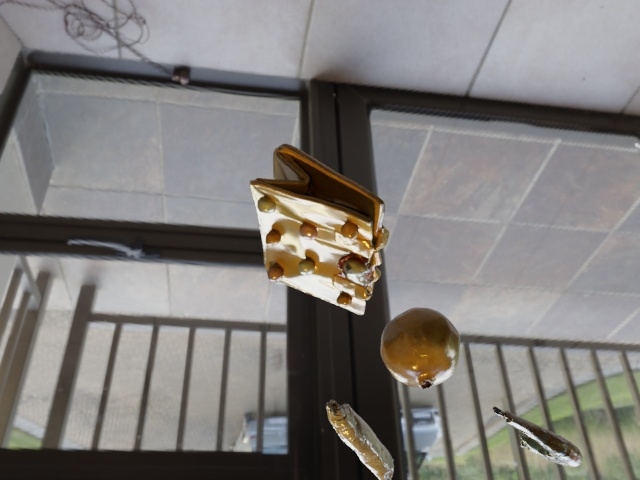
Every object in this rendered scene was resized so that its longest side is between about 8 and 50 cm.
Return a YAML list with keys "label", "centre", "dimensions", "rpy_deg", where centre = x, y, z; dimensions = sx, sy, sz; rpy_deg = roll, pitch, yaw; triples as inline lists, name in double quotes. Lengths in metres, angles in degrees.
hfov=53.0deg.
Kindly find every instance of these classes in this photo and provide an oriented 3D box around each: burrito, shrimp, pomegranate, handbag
- label: "burrito"
  centre: [0.135, 0.652, 2.108]
  dimensions: [0.076, 0.117, 0.392]
  rpy_deg: [-25, 116, 23]
- label: "shrimp"
  centre: [0.542, 0.492, 1.567]
  dimensions: [0.185, 0.068, 0.287]
  rpy_deg: [18, 169, 42]
- label: "pomegranate"
  centre: [0.269, 0.289, 1.741]
  dimensions: [0.233, 0.233, 0.233]
  rpy_deg: [-1, 143, -1]
- label: "handbag"
  centre: [0.000, 0.000, 1.369]
  dimensions: [0.283, 0.133, 0.401]
  rpy_deg: [23, 150, 14]
